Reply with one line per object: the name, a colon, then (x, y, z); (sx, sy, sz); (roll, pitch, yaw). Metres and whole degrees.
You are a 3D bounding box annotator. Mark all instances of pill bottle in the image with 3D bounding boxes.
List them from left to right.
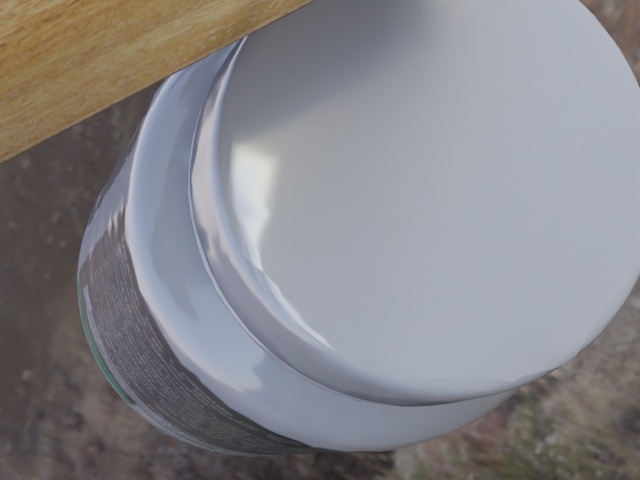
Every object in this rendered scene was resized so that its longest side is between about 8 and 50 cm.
pill bottle: (0.000, 0.000, 0.684); (0.204, 0.204, 0.361); (-68, 10, -14)

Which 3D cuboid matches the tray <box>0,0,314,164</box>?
tray: (-0.121, -0.075, 0.401); (0.411, 0.076, 0.203); (-33, 26, -27)
